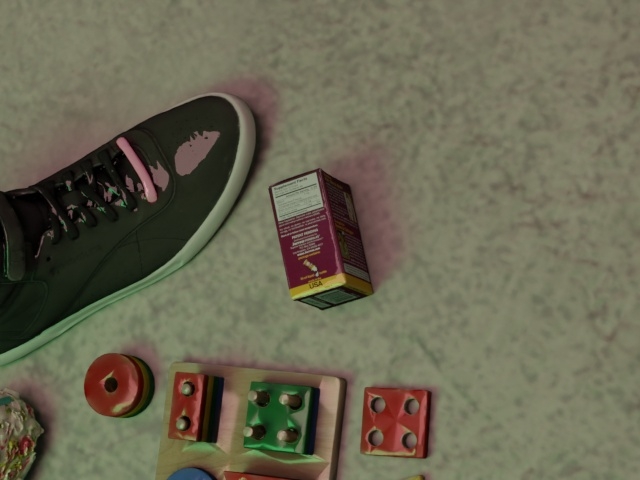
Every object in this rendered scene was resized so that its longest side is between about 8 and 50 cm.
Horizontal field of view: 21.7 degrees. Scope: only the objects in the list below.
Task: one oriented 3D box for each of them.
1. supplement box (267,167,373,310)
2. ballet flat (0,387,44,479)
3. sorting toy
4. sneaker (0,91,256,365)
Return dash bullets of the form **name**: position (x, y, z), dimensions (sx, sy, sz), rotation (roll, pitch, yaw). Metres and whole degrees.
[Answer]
- **supplement box**: position (0.000, 0.000, 1.140), dimensions (0.043, 0.055, 0.083), rotation (-18, 73, 20)
- **ballet flat**: position (-0.284, 0.214, 1.211), dimensions (0.091, 0.077, 0.241), rotation (24, 91, 24)
- **sorting toy**: position (-0.050, 0.152, 1.138), dimensions (0.275, 0.046, 0.132), rotation (4, 82, 24)
- **sneaker**: position (-0.183, -0.014, 1.172), dimensions (0.296, 0.147, 0.104), rotation (-35, 67, 12)
